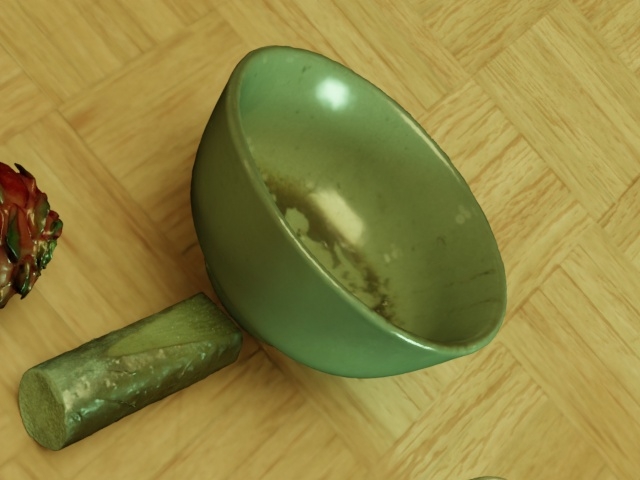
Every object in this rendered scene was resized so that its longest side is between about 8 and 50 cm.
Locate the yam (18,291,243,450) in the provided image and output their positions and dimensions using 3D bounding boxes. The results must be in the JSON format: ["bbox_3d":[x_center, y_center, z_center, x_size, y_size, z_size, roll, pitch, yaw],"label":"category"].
[{"bbox_3d":[-0.140,0.096,0.908,0.169,0.068,0.068,-25,81,-35],"label":"yam"}]

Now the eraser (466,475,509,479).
[{"bbox_3d":[0.076,0.371,0.855,0.331,0.150,0.331,13,60,-23],"label":"eraser"}]

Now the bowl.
[{"bbox_3d":[0.000,0.000,0.962,0.289,0.146,0.289,32,36,-26],"label":"bowl"}]

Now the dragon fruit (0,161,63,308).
[{"bbox_3d":[-0.251,0.005,0.857,0.142,0.121,0.130,-26,118,-58],"label":"dragon fruit"}]
